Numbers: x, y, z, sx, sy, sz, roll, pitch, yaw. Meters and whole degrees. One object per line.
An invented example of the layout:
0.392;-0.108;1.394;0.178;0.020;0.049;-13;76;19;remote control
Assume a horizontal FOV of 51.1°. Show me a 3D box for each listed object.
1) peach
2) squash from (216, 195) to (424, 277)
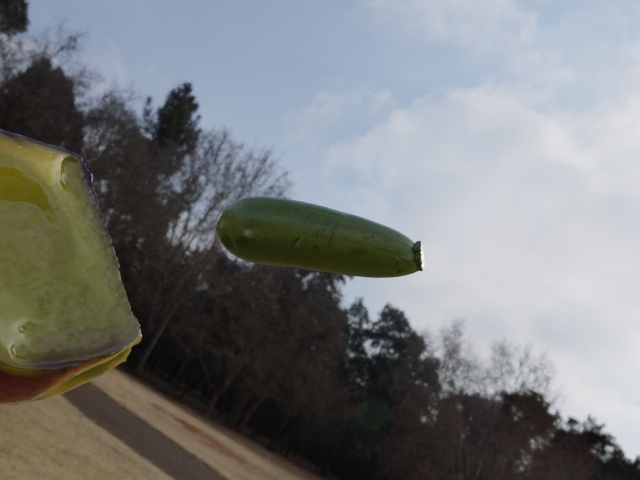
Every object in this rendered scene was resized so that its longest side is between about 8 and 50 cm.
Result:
-0.420;0.026;0.831;0.242;0.306;0.380;-35;-104;46;peach
0.000;0.000;0.632;0.201;0.066;0.066;10;-16;5;squash
